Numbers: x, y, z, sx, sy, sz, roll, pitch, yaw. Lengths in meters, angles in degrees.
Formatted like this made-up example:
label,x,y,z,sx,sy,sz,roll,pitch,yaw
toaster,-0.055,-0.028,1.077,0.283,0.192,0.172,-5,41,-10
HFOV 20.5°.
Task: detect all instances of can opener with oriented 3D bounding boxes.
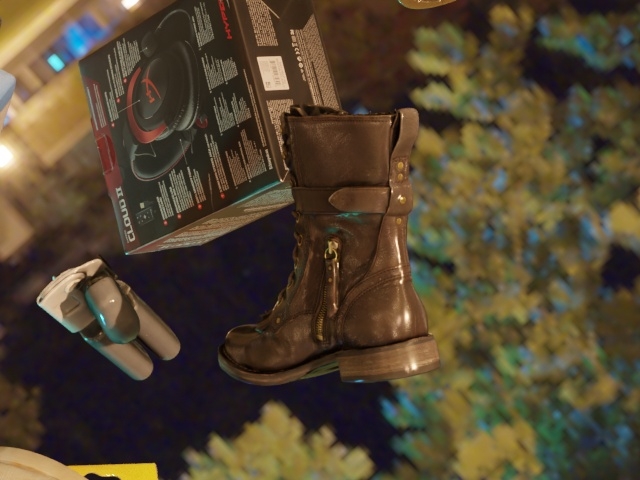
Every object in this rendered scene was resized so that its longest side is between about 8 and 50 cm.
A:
label,x,y,z,sx,sy,sz,roll,pitch,yaw
can opener,-0.205,0.089,1.780,0.074,0.093,0.280,-35,160,-1

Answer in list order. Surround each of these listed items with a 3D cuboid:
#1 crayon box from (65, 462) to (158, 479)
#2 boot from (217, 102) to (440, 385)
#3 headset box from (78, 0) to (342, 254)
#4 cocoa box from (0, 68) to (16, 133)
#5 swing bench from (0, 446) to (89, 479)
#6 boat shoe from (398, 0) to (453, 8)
label,x,y,z,sx,sy,sz,roll,pitch,yaw
crayon box,-0.302,0.465,2.413,0.081,0.202,0.318,130,-44,-52
boot,0.000,0.000,1.469,0.263,0.229,0.091,-6,-175,45
headset box,-0.119,-0.122,1.797,0.110,0.218,0.293,-7,169,-43
cocoa box,-0.447,-0.067,1.331,0.228,0.347,0.231,-62,180,42
swing bench,-0.286,0.357,1.626,0.165,0.254,0.253,-14,-153,34
boat shoe,0.181,-0.359,2.202,0.224,0.080,0.073,-34,-164,-6
